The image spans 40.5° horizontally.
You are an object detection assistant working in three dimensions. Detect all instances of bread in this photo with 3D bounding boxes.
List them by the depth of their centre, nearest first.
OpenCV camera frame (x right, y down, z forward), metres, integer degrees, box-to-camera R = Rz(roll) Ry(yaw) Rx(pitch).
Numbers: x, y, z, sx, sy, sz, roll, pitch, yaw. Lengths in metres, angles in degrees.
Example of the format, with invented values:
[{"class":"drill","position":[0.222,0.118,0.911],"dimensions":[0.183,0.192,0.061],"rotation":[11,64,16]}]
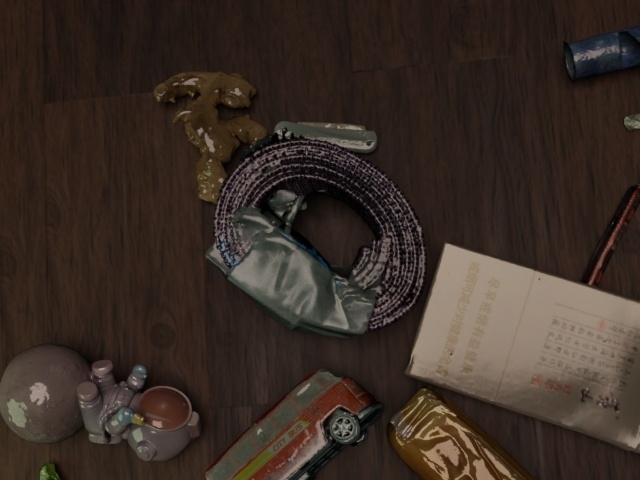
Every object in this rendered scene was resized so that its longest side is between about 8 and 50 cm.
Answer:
[{"class":"bread","position":[0.199,0.310,1.180],"dimensions":[0.241,0.136,0.107],"rotation":[42,89,11]}]

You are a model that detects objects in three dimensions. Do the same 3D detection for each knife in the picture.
[{"class":"knife","position":[0.008,-0.162,1.335],"dimensions":[0.162,0.023,0.044],"rotation":[8,83,7]}]

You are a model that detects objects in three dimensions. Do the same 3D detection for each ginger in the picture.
[{"class":"ginger","position":[-0.146,-0.156,1.333],"dimensions":[0.149,0.065,0.259],"rotation":[-24,77,-2]}]

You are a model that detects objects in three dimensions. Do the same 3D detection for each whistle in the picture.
[{"class":"whistle","position":[0.515,-0.299,1.280],"dimensions":[0.304,0.062,0.062],"rotation":[-12,79,5]}]

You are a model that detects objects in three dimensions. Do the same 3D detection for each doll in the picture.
[{"class":"doll","position":[-0.311,0.243,1.249],"dimensions":[0.287,0.151,0.151],"rotation":[16,82,2]}]

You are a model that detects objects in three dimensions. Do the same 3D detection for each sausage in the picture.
[{"class":"sausage","position":[0.423,0.002,1.266],"dimensions":[0.028,0.025,0.198],"rotation":[31,84,-33]}]

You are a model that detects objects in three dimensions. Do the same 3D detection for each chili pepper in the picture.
[{"class":"chili pepper","position":[-0.387,0.368,1.284],"dimensions":[0.034,0.030,0.091],"rotation":[-35,80,-26]}]

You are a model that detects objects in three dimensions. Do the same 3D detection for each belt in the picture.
[{"class":"belt","position":[0.000,0.000,1.252],"dimensions":[0.324,0.122,0.260],"rotation":[36,83,-1]}]

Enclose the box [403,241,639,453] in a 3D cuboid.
[{"class":"box","position":[0.321,0.150,1.227],"dimensions":[0.365,0.051,0.205],"rotation":[18,90,9]}]

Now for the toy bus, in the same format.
[{"class":"toy bus","position":[-0.037,0.289,1.221],"dimensions":[0.265,0.121,0.120],"rotation":[-42,70,-2]}]

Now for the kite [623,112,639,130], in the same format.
[{"class":"kite","position":[0.608,-0.210,1.289],"dimensions":[0.314,0.011,0.336],"rotation":[-18,78,2]}]
